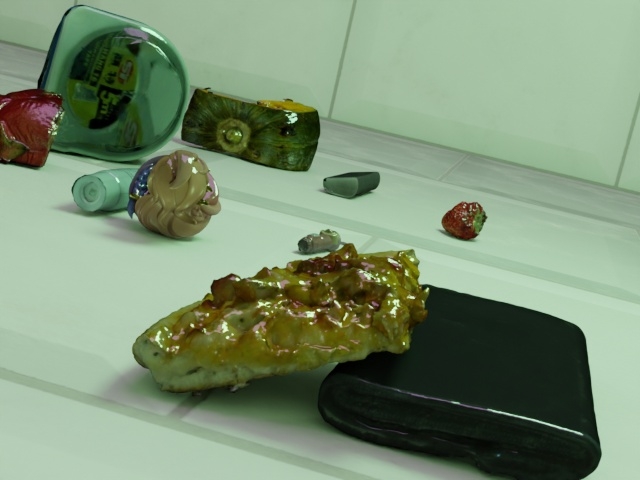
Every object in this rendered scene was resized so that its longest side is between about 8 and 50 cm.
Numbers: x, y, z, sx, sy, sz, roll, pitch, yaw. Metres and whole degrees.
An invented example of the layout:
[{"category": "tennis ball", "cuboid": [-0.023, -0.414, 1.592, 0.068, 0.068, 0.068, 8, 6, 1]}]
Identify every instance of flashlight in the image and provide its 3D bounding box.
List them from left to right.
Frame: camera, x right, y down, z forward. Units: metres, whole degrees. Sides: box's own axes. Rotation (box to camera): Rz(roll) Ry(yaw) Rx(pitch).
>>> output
[{"category": "flashlight", "cuboid": [0.000, 0.000, 1.561, 0.052, 0.031, 0.110, 18, 12, 24]}]

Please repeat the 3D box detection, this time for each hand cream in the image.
[{"category": "hand cream", "cuboid": [-0.266, -0.083, 1.609, 0.085, 0.058, 0.331, 13, 11, 13]}]

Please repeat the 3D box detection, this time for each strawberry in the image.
[{"category": "strawberry", "cuboid": [0.252, -0.036, 1.957, 0.083, 0.073, 0.073, 5, 4, 36]}]

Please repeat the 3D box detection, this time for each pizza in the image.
[{"category": "pizza", "cuboid": [-0.001, 0.056, 0.944, 0.335, 0.086, 0.226, -14, 6, -41]}]

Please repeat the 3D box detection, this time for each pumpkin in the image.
[{"category": "pumpkin", "cuboid": [-0.138, -0.249, 2.393, 0.280, 0.139, 0.190, 18, 16, 14]}]

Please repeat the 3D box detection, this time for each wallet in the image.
[{"category": "wallet", "cuboid": [0.146, 0.121, 1.044, 0.228, 0.062, 0.406, 14, 12, 10]}]

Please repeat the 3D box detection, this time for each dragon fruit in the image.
[{"category": "dragon fruit", "cuboid": [-0.494, -0.188, 1.735, 0.161, 0.127, 0.120, 10, 3, -16]}]

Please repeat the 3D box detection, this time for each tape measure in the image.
[{"category": "tape measure", "cuboid": [-0.370, -0.269, 1.947, 0.262, 0.259, 0.138, 15, 11, -15]}]

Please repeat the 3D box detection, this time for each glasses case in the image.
[{"category": "glasses case", "cuboid": [0.064, -0.116, 2.203, 0.072, 0.042, 0.190, 8, 9, 16]}]

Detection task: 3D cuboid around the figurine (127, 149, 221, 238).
[{"category": "figurine", "cuboid": [-0.185, -0.059, 1.424, 0.126, 0.114, 0.157, -9, 3, -22]}]
